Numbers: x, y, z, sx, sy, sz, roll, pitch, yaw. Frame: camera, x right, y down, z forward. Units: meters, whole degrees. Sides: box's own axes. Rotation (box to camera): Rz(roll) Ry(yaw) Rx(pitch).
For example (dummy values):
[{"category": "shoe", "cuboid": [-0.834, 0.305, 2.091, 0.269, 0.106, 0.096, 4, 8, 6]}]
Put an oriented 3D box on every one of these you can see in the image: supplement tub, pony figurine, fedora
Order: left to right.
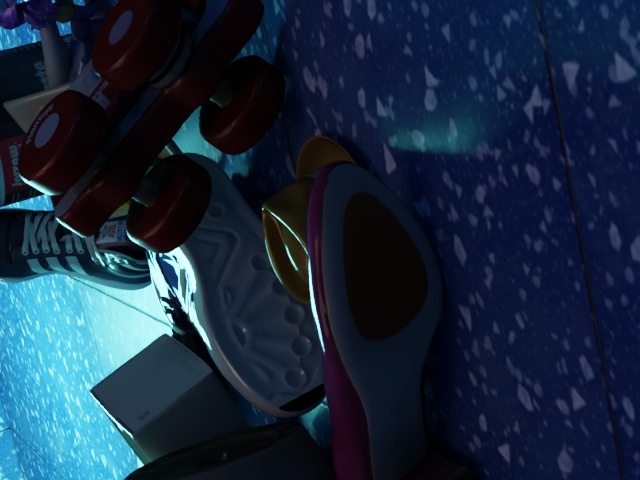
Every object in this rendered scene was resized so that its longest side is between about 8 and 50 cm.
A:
[{"category": "supplement tub", "cuboid": [-0.376, -0.147, 1.974, 0.191, 0.272, 0.191, 49, 149, 44]}, {"category": "pony figurine", "cuboid": [-0.316, -0.332, 1.761, 0.363, 0.302, 0.351, 77, 172, -55]}, {"category": "fedora", "cuboid": [0.000, 0.000, 1.450, 0.194, 0.079, 0.194, 49, 148, 46]}]

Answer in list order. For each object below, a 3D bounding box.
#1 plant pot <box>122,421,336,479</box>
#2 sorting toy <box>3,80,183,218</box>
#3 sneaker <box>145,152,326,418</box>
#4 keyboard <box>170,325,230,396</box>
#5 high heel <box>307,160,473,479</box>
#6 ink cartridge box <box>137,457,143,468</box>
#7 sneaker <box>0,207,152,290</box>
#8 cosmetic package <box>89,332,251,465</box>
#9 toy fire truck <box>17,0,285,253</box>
[{"category": "plant pot", "cuboid": [-0.067, 0.340, 1.535, 0.323, 0.323, 0.280, -11, 97, 68]}, {"category": "sorting toy", "cuboid": [-0.250, -0.102, 1.815, 0.208, 0.038, 0.193, -8, 131, 39]}, {"category": "sneaker", "cuboid": [-0.088, 0.077, 1.686, 0.323, 0.130, 0.236, 58, 164, 21]}, {"category": "keyboard", "cuboid": [-0.139, 0.182, 1.873, 0.201, 0.033, 0.317, -57, -44, -70]}, {"category": "high heel", "cuboid": [0.026, 0.103, 1.392, 0.181, 0.127, 0.377, 13, 121, 56]}, {"category": "ink cartridge box", "cuboid": [-0.180, 0.317, 2.099, 0.158, 0.092, 0.218, 49, 150, 45]}, {"category": "sneaker", "cuboid": [-0.316, -0.004, 1.966, 0.153, 0.282, 0.099, 147, 127, -62]}, {"category": "cosmetic package", "cuboid": [-0.109, 0.267, 1.730, 0.309, 0.113, 0.160, 59, 166, -25]}, {"category": "toy fire truck", "cuboid": [-0.182, -0.152, 1.565, 0.302, 0.169, 0.254, -52, 33, 12]}]
